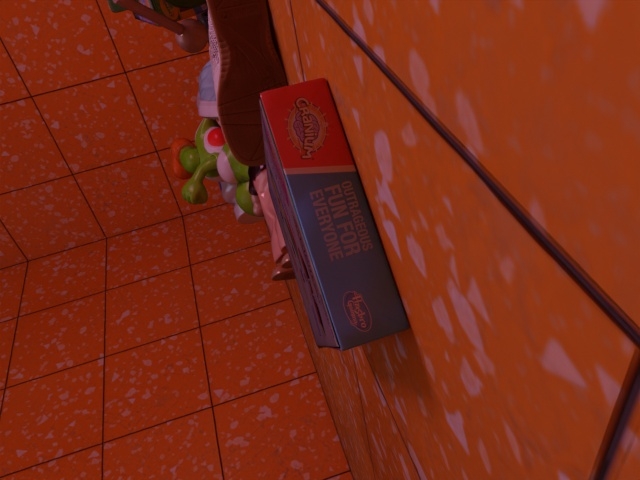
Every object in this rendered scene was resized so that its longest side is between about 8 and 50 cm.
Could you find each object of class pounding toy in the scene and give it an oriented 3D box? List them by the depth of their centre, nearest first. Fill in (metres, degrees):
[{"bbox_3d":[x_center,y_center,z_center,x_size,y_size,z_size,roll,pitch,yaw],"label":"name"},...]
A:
[{"bbox_3d":[-0.182,-0.421,0.847,0.183,0.110,0.237,21,-94,-62],"label":"pounding toy"}]

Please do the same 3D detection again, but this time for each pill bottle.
[{"bbox_3d":[-0.211,-0.190,1.547,0.152,0.152,0.272,95,157,-73],"label":"pill bottle"}]

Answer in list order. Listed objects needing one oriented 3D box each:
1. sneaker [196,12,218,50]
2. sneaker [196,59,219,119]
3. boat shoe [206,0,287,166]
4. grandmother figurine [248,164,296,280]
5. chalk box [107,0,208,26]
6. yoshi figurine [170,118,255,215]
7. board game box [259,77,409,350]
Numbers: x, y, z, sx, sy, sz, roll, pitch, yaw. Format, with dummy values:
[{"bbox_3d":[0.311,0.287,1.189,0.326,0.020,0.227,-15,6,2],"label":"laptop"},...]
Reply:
[{"bbox_3d":[-0.265,-0.543,1.459,0.106,0.078,0.235,-161,50,-78],"label":"sneaker"},{"bbox_3d":[-0.210,-0.351,1.253,0.366,0.135,0.150,-140,54,-58],"label":"sneaker"},{"bbox_3d":[-0.103,-0.245,0.778,0.096,0.098,0.277,-120,24,-65],"label":"boat shoe"},{"bbox_3d":[-0.084,-0.106,0.978,0.208,0.103,0.343,-41,60,53],"label":"grandmother figurine"},{"bbox_3d":[-0.272,-0.461,0.979,0.132,0.213,0.133,34,147,46],"label":"chalk box"},{"bbox_3d":[-0.203,-0.149,1.303,0.203,0.204,0.362,29,175,-39],"label":"yoshi figurine"},{"bbox_3d":[0.000,0.000,0.639,0.316,0.064,0.243,112,140,-80],"label":"board game box"}]
